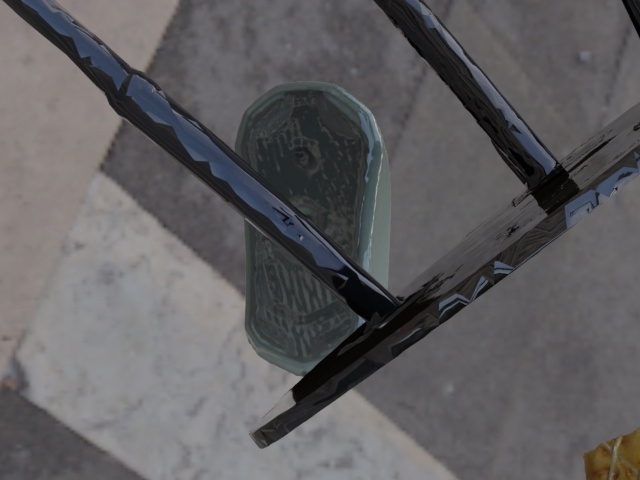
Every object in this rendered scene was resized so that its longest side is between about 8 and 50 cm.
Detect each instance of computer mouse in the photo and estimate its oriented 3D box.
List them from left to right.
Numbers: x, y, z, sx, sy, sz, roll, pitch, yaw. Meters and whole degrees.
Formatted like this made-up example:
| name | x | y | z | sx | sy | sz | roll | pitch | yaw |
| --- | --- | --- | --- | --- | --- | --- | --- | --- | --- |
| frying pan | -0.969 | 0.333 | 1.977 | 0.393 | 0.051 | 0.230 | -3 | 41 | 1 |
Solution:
| name | x | y | z | sx | sy | sz | roll | pitch | yaw |
| --- | --- | --- | --- | --- | --- | --- | --- | --- | --- |
| computer mouse | 0.000 | 0.000 | 0.858 | 0.056 | 0.089 | 0.182 | -12 | 103 | -67 |

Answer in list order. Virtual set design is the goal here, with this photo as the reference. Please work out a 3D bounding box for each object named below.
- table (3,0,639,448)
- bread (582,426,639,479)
| name | x | y | z | sx | sy | sz | roll | pitch | yaw |
| --- | --- | --- | --- | --- | --- | --- | --- | --- | --- |
| table | 0.029 | -0.111 | 0.687 | 0.249 | 0.317 | 0.317 | 52 | 46 | 1 |
| bread | 0.320 | 0.203 | 1.248 | 0.068 | 0.188 | 0.125 | 50 | 22 | -43 |
